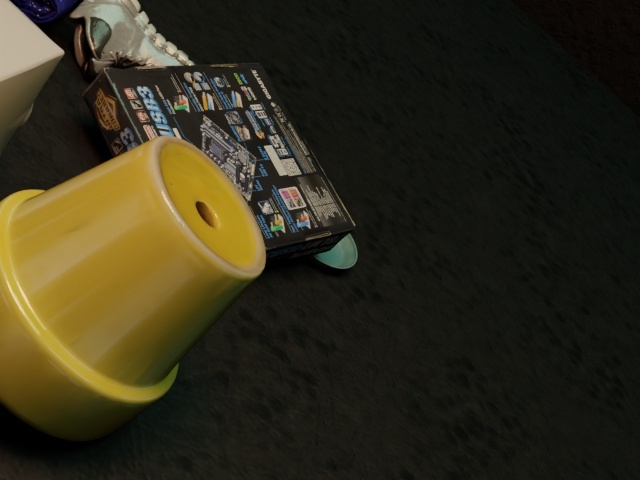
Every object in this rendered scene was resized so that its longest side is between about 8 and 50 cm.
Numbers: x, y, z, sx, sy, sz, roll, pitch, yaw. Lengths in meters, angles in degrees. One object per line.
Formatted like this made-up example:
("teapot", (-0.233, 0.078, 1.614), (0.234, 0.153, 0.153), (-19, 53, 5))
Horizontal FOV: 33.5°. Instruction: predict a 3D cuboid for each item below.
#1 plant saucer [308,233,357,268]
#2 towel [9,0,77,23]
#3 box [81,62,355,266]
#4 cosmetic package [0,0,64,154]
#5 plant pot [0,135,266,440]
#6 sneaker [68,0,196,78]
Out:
("plant saucer", (0.000, 0.000, 1.550), (0.119, 0.021, 0.119), (27, 35, -21))
("towel", (-0.427, -0.419, 1.515), (0.228, 0.076, 0.308), (42, 22, -14))
("box", (-0.131, -0.101, 1.427), (0.293, 0.073, 0.295), (-15, 70, -47))
("cosmetic package", (-0.444, -0.110, 1.019), (0.156, 0.217, 0.385), (42, 30, -1))
("plant pot", (-0.193, 0.031, 1.040), (0.254, 0.239, 0.254), (47, 21, -24))
("sneaker", (-0.272, -0.248, 1.516), (0.228, 0.086, 0.132), (48, 54, -13))
